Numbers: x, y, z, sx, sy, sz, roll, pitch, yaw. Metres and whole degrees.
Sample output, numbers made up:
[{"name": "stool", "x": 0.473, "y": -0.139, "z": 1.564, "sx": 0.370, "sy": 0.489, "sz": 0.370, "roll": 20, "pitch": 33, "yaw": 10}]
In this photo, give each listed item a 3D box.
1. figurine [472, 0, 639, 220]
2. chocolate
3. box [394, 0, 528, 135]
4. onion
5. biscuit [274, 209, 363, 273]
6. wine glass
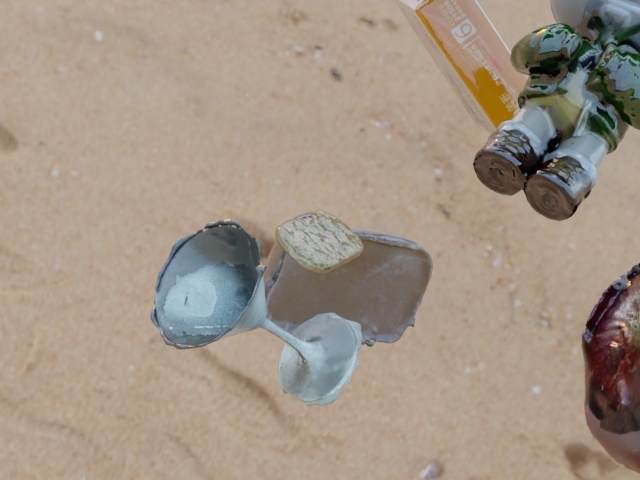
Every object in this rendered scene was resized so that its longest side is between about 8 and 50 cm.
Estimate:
[{"name": "figurine", "x": 0.279, "y": -0.186, "z": 1.153, "sx": 0.281, "sy": 0.167, "sz": 0.370, "roll": 27, "pitch": 68, "yaw": 19}, {"name": "chocolate", "x": 0.023, "y": 0.047, "z": 1.595, "sx": 0.261, "sy": 0.161, "sz": 0.083, "roll": 13, "pitch": 18, "yaw": -39}, {"name": "box", "x": 0.227, "y": -0.288, "z": 1.880, "sx": 0.274, "sy": 0.091, "sz": 0.221, "roll": 53, "pitch": 5, "yaw": -21}, {"name": "onion", "x": 0.422, "y": 0.144, "z": 1.340, "sx": 0.195, "sy": 0.272, "sz": 0.272, "roll": 28, "pitch": 36, "yaw": -28}, {"name": "biscuit", "x": 0.000, "y": 0.000, "z": 1.240, "sx": 0.071, "sy": 0.018, "sz": 0.147, "roll": 42, "pitch": 22, "yaw": 10}, {"name": "wine glass", "x": -0.061, "y": 0.093, "z": 1.362, "sx": 0.232, "sy": 0.156, "sz": 0.156, "roll": 38, "pitch": 23, "yaw": -45}]
